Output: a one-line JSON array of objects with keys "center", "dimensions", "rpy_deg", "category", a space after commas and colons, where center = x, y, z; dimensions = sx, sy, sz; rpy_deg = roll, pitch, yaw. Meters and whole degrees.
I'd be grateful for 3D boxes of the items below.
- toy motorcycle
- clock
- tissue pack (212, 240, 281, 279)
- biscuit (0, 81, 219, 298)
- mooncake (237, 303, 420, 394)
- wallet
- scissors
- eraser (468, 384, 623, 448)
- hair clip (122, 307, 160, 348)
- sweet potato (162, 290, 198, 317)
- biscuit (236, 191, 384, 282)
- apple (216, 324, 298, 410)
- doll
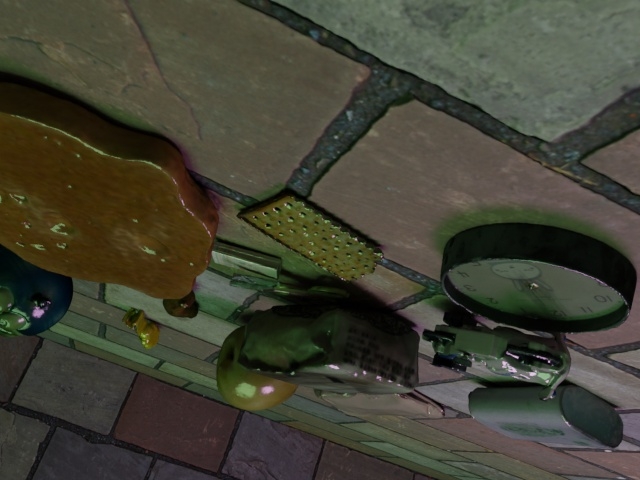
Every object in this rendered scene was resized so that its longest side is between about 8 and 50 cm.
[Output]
[{"center": [0.251, 0.155, 0.818], "dimensions": [0.150, 0.102, 0.221], "rpy_deg": [21, 169, -35], "category": "toy motorcycle"}, {"center": [0.246, 0.052, 0.682], "dimensions": [0.215, 0.041, 0.215], "rpy_deg": [15, 156, 7], "category": "clock"}, {"center": [-0.116, 0.032, 0.923], "dimensions": [0.108, 0.023, 0.056], "rpy_deg": [16, 158, 2], "category": "tissue pack"}, {"center": [-0.319, -0.051, 0.797], "dimensions": [0.365, 0.062, 0.385], "rpy_deg": [16, 147, -5], "category": "biscuit"}, {"center": [0.016, 0.181, 1.003], "dimensions": [0.254, 0.136, 0.250], "rpy_deg": [26, 156, -37], "category": "mooncake"}, {"center": [0.138, 0.414, 1.539], "dimensions": [0.336, 0.068, 0.275], "rpy_deg": [-8, 149, 35], "category": "wallet"}, {"center": [-0.054, 0.080, 0.951], "dimensions": [0.187, 0.019, 0.133], "rpy_deg": [11, 163, -10], "category": "scissors"}, {"center": [0.424, 0.334, 1.126], "dimensions": [0.174, 0.081, 0.227], "rpy_deg": [28, 155, -21], "category": "eraser"}, {"center": [-0.481, 0.242, 1.608], "dimensions": [0.046, 0.072, 0.173], "rpy_deg": [14, 147, 17], "category": "hair clip"}, {"center": [-0.297, 0.135, 1.246], "dimensions": [0.069, 0.059, 0.249], "rpy_deg": [8, 162, -7], "category": "sweet potato"}, {"center": [0.000, 0.001, 0.780], "dimensions": [0.203, 0.016, 0.144], "rpy_deg": [31, 154, -25], "category": "biscuit"}, {"center": [-0.133, 0.271, 1.268], "dimensions": [0.200, 0.200, 0.200], "rpy_deg": [15, 156, 7], "category": "apple"}, {"center": [-0.652, 0.092, 1.258], "dimensions": [0.322, 0.186, 0.198], "rpy_deg": [20, 132, 42], "category": "doll"}]
